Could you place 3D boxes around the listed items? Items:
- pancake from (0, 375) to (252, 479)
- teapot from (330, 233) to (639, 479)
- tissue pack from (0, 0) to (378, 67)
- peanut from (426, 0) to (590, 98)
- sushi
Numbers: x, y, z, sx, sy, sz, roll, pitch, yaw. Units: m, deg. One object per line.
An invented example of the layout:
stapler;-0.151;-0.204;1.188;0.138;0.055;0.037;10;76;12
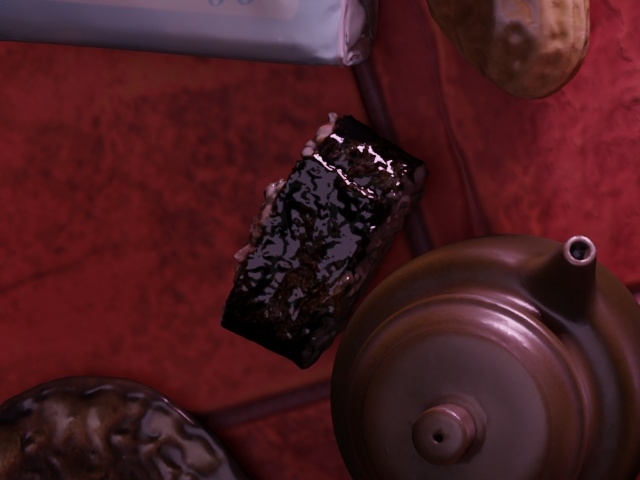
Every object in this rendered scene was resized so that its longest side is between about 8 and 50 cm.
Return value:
pancake;-0.146;0.237;1.297;0.286;0.033;0.288;-37;83;22
teapot;0.085;0.104;1.120;0.185;0.175;0.267;36;107;15
tissue pack;-0.094;-0.202;1.191;0.263;0.089;0.177;6;100;17
peanut;0.098;-0.173;1.128;0.093;0.083;0.194;-25;82;56
sushi;0.000;0.000;1.182;0.078;0.090;0.150;31;105;10
